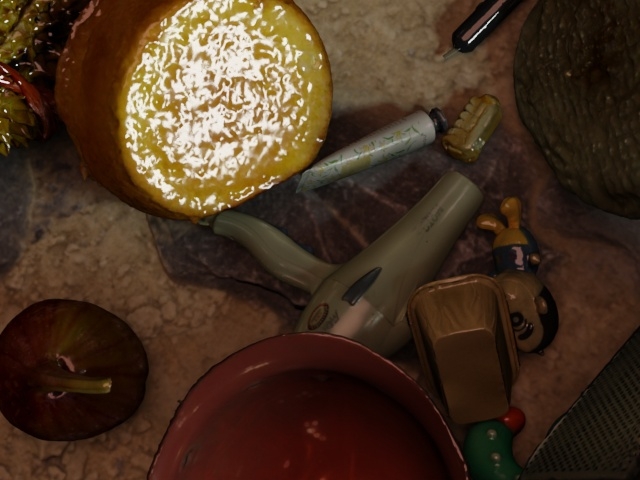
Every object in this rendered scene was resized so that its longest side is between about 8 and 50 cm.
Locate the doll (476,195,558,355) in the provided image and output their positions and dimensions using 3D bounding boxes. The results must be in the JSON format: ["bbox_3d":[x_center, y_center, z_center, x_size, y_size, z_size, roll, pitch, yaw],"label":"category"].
[{"bbox_3d":[0.217,0.046,1.440,0.089,0.102,0.179,-9,73,-36],"label":"doll"}]

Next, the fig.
[{"bbox_3d":[-0.288,0.145,1.410,0.175,0.207,0.175,0,89,7],"label":"fig"}]

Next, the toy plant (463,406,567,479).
[{"bbox_3d":[0.251,0.321,1.335,0.279,0.185,0.400,13,70,38],"label":"toy plant"}]

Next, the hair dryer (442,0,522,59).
[{"bbox_3d":[0.219,-0.301,1.526,0.124,0.071,0.219,43,94,14],"label":"hair dryer"}]

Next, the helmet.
[{"bbox_3d":[0.004,0.282,1.331,0.338,0.230,0.384,-3,88,11],"label":"helmet"}]

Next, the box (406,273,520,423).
[{"bbox_3d":[0.157,0.118,1.393,0.111,0.177,0.111,-11,34,7],"label":"box"}]

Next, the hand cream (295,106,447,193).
[{"bbox_3d":[0.060,-0.103,1.483,0.194,0.067,0.042,-26,81,-18],"label":"hand cream"}]

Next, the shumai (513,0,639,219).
[{"bbox_3d":[0.404,-0.178,1.435,0.263,0.304,0.309,-1,92,-29],"label":"shumai"}]

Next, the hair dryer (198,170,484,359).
[{"bbox_3d":[0.041,-0.005,1.472,0.296,0.119,0.298,-31,64,-7],"label":"hair dryer"}]

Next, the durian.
[{"bbox_3d":[-0.407,-0.251,1.461,0.348,0.347,0.384,24,55,10],"label":"durian"}]

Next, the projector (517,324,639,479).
[{"bbox_3d":[0.445,0.244,1.192,0.405,0.242,0.395,-43,99,-25],"label":"projector"}]

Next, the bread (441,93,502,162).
[{"bbox_3d":[0.180,-0.132,1.504,0.049,0.033,0.088,26,78,25],"label":"bread"}]

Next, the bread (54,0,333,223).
[{"bbox_3d":[-0.130,-0.168,1.417,0.312,0.312,0.172,-55,34,-6],"label":"bread"}]
